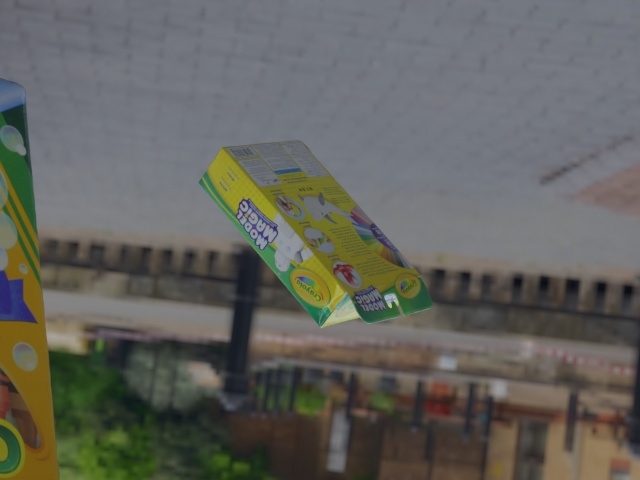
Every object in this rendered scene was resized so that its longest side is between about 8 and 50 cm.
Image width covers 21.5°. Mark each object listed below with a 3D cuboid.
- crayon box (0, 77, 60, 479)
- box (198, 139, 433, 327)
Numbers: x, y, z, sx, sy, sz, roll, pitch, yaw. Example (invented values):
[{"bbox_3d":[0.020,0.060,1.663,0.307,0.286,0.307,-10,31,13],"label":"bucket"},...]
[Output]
[{"bbox_3d":[-0.247,0.043,0.893,0.083,0.323,0.203,-28,150,36],"label":"crayon box"},{"bbox_3d":[0.000,0.000,1.286,0.179,0.043,0.105,48,-150,22],"label":"box"}]
